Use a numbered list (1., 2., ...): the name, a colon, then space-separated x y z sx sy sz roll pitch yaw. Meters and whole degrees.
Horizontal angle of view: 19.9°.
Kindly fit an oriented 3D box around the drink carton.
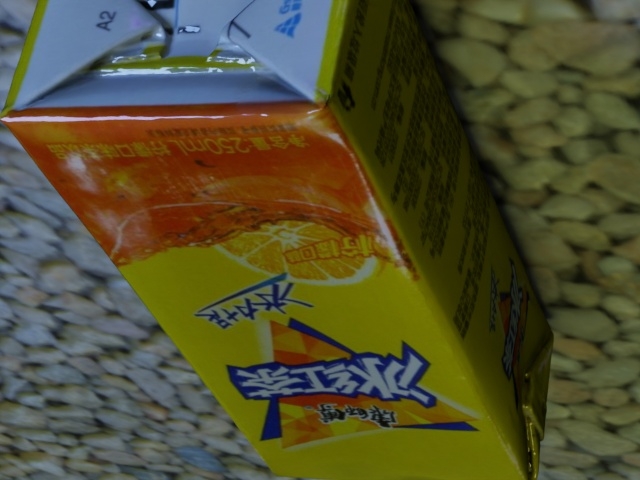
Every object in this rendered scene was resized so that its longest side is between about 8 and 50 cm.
1. drink carton: 0.000 0.000 0.867 0.154 0.111 0.351 0 148 21
